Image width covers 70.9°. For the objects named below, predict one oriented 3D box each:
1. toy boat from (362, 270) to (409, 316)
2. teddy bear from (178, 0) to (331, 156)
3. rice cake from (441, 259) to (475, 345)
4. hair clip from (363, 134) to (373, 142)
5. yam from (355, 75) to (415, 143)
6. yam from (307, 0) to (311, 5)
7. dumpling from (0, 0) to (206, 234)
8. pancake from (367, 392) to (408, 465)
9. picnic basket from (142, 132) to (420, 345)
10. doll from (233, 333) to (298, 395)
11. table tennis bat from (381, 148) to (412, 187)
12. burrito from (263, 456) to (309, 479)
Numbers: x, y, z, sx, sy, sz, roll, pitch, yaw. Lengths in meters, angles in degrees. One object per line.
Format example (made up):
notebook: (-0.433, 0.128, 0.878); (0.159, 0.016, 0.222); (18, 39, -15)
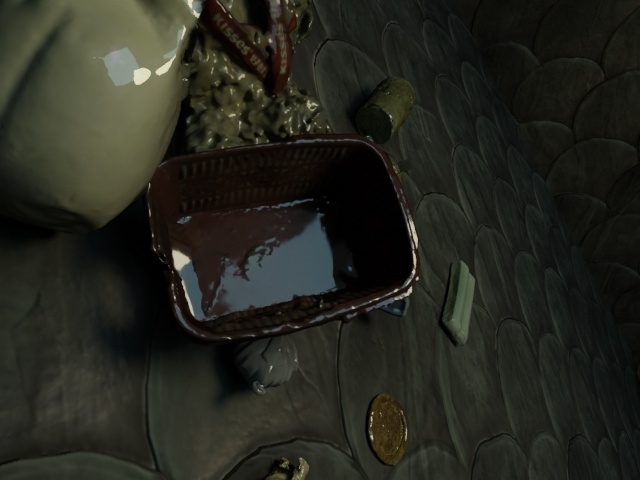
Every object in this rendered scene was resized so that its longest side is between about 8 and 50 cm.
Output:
toy boat: (0.098, -0.016, 0.796); (0.142, 0.129, 0.310); (0, 69, -39)
teddy bear: (-0.086, -0.220, 0.625); (0.367, 0.224, 0.358); (42, 62, -31)
rice cake: (0.333, 0.142, 1.070); (0.080, 0.042, 0.222); (50, 39, -18)
hair clip: (0.000, -0.075, 0.667); (0.230, 0.070, 0.039); (-55, 147, -12)
yam: (0.148, -0.297, 1.031); (0.107, 0.107, 0.194); (53, 40, -17)
yam: (-0.039, -0.592, 0.995); (0.068, 0.068, 0.170); (30, 49, -38)
dumpling: (-0.227, -0.134, 0.365); (0.226, 0.175, 0.244); (30, 81, -21)
pancake: (0.112, 0.306, 0.733); (0.114, 0.011, 0.115); (25, 54, -40)
picnic basket: (-0.044, 0.003, 0.532); (0.296, 0.129, 0.223); (-11, 77, -22)
doll: (-0.065, 0.121, 0.572); (0.093, 0.079, 0.180); (31, 34, -19)
table tennis bat: (0.161, -0.157, 1.043); (0.220, 0.019, 0.131); (-28, 94, -52)
burrito: (-0.060, 0.303, 0.495); (0.149, 0.055, 0.041); (-43, 135, -54)
